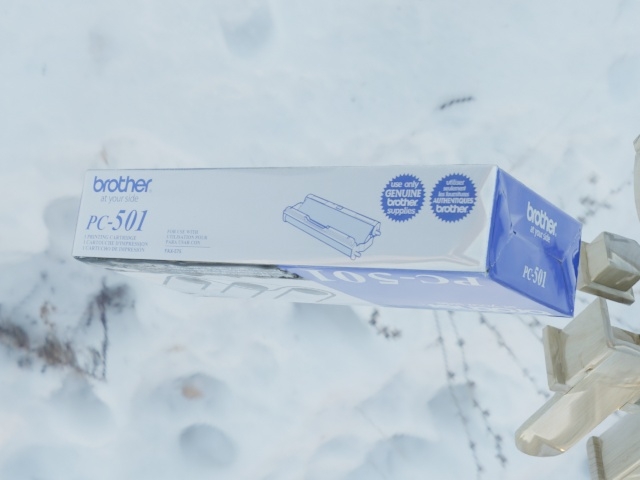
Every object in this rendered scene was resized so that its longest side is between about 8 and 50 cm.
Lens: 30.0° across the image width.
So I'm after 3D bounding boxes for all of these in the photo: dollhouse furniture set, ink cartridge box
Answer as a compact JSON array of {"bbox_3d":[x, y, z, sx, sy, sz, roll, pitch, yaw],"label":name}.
[{"bbox_3d":[0.292,0.027,1.023,0.303,0.355,0.174,17,138,-18],"label":"dollhouse furniture set"},{"bbox_3d":[0.000,0.000,0.529,0.097,0.207,0.046,24,71,-56],"label":"ink cartridge box"}]
